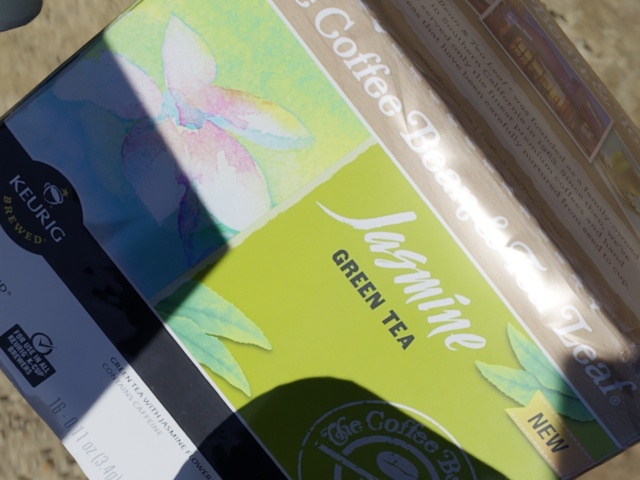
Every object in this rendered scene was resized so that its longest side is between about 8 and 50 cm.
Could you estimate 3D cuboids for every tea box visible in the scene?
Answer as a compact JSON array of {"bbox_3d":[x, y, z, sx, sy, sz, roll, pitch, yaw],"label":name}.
[{"bbox_3d":[0.000,0.000,0.976,0.323,0.220,0.329,-36,96,29],"label":"tea box"}]

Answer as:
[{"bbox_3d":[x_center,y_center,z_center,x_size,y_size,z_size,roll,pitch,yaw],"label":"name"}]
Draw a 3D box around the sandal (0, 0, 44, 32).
[{"bbox_3d":[-0.336,-0.197,0.920,0.416,0.169,0.102,14,105,9],"label":"sandal"}]
